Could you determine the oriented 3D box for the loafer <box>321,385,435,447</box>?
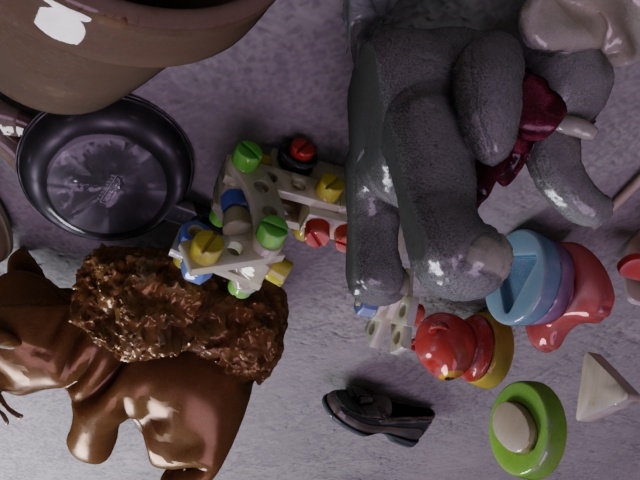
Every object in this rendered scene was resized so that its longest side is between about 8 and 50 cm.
[{"bbox_3d":[0.114,0.315,1.215,0.267,0.096,0.084,30,110,-40],"label":"loafer"}]

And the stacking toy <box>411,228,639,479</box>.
[{"bbox_3d":[0.252,0.153,0.880,0.130,0.280,0.309,13,133,-19],"label":"stacking toy"}]

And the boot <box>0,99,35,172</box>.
[{"bbox_3d":[-0.363,-0.113,0.723,0.086,0.042,0.118,14,134,-11],"label":"boot"}]

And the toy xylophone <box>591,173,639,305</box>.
[{"bbox_3d":[0.499,-0.029,0.826,0.236,0.081,0.323,7,138,-10],"label":"toy xylophone"}]

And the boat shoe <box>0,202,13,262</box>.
[{"bbox_3d":[-0.462,-0.053,0.739,0.109,0.098,0.302,-6,139,5],"label":"boat shoe"}]

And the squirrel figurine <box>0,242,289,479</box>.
[{"bbox_3d":[-0.259,0.122,0.868,0.370,0.281,0.397,30,124,-17],"label":"squirrel figurine"}]

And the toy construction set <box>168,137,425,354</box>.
[{"bbox_3d":[0.000,0.000,0.733,0.327,0.215,0.151,25,133,-28],"label":"toy construction set"}]

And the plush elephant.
[{"bbox_3d":[0.159,-0.101,0.587,0.255,0.330,0.272,-3,166,-12],"label":"plush elephant"}]

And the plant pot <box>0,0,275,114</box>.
[{"bbox_3d":[-0.182,-0.210,0.485,0.263,0.263,0.229,22,150,-26],"label":"plant pot"}]

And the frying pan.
[{"bbox_3d":[-0.212,-0.034,0.782,0.197,0.053,0.326,-31,130,7],"label":"frying pan"}]
